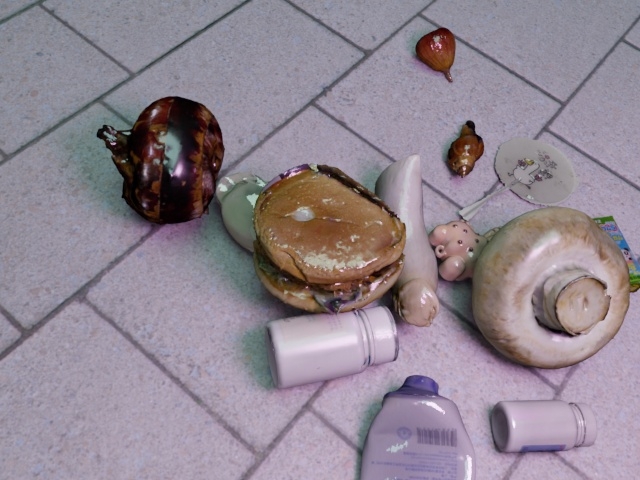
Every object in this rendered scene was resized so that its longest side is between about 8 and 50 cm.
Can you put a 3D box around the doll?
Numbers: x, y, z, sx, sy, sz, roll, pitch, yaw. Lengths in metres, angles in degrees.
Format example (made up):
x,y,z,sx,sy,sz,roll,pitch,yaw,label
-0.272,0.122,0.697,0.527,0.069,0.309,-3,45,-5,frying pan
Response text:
x,y,z,sx,sy,sz,roll,pitch,yaw,label
0.393,0.029,1.476,0.278,0.119,0.154,8,60,-15,doll

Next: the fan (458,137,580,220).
x,y,z,sx,sy,sz,roll,pitch,yaw,label
0.513,-0.153,1.648,0.415,0.012,0.233,-27,66,-24,fan

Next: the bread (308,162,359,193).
x,y,z,sx,sy,sz,roll,pitch,yaw,label
0.032,-0.103,1.543,0.193,0.036,0.112,28,65,6,bread

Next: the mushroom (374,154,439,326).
x,y,z,sx,sy,sz,roll,pitch,yaw,label
0.199,0.016,1.417,0.126,0.177,0.397,-1,64,-6,mushroom

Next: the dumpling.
x,y,z,sx,sy,sz,roll,pitch,yaw,label
-0.143,-0.065,1.438,0.162,0.132,0.250,-33,69,-20,dumpling

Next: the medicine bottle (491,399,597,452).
x,y,z,sx,sy,sz,roll,pitch,yaw,label
0.456,0.379,1.273,0.187,0.102,0.102,1,59,-8,medicine bottle

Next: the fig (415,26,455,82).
x,y,z,sx,sy,sz,roll,pitch,yaw,label
0.344,-0.545,1.801,0.119,0.119,0.153,-14,64,-15,fig

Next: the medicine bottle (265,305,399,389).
x,y,z,sx,sy,sz,roll,pitch,yaw,label
0.022,0.215,1.288,0.258,0.143,0.143,-9,61,-11,medicine bottle

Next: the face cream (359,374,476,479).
x,y,z,sx,sy,sz,roll,pitch,yaw,label
0.179,0.464,1.170,0.235,0.137,0.420,-1,61,16,face cream

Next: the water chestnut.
x,y,z,sx,sy,sz,roll,pitch,yaw,label
-0.358,-0.181,1.392,0.300,0.300,0.300,3,59,-6,water chestnut

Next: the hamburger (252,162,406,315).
x,y,z,sx,sy,sz,roll,pitch,yaw,label
0.000,0.000,1.270,0.277,0.195,0.318,-36,64,-25,hamburger

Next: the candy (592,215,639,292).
x,y,z,sx,sy,sz,roll,pitch,yaw,label
0.709,0.037,1.535,0.097,0.062,0.194,-8,60,-12,candy

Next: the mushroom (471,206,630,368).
x,y,z,sx,sy,sz,roll,pitch,yaw,label
0.489,0.103,1.315,0.352,0.352,0.260,-6,16,-11,mushroom

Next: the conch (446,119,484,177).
x,y,z,sx,sy,sz,roll,pitch,yaw,label
0.393,-0.249,1.652,0.086,0.080,0.232,34,60,3,conch
